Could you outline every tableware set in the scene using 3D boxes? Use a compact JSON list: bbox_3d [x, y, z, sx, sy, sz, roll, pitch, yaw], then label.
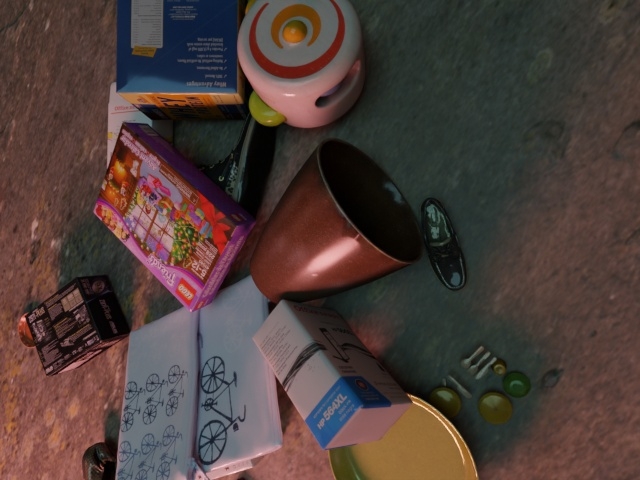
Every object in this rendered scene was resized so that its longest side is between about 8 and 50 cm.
[{"bbox_3d":[0.235,0.241,0.629,0.104,0.024,0.154,41,103,14],"label":"tableware set"}]

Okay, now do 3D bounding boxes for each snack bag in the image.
[{"bbox_3d":[-0.217,0.241,0.713,0.342,0.037,0.323,-25,51,18],"label":"snack bag"}]

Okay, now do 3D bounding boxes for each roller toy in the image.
[{"bbox_3d":[-0.027,-0.294,0.652,0.191,0.146,0.209,1,81,10],"label":"roller toy"}]

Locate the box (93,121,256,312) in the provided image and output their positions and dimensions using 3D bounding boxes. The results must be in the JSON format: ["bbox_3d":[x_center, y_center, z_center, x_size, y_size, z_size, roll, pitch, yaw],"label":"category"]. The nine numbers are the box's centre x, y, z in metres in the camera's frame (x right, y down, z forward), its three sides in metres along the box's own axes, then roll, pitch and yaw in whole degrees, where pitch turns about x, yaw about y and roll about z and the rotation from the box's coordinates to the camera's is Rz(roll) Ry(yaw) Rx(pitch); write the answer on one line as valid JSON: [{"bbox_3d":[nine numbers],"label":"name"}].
[{"bbox_3d":[-0.271,-0.043,0.734,0.293,0.057,0.201,40,117,15],"label":"box"}]

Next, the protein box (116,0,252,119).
[{"bbox_3d":[-0.227,-0.330,0.717,0.199,0.136,0.201,0,89,0],"label":"protein box"}]

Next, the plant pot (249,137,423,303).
[{"bbox_3d":[0.000,0.000,0.641,0.230,0.215,0.215,-39,76,31],"label":"plant pot"}]

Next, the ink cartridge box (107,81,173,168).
[{"bbox_3d":[-0.364,-0.217,0.835,0.115,0.067,0.198,3,92,20],"label":"ink cartridge box"}]

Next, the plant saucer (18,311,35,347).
[{"bbox_3d":[-0.684,0.212,0.977,0.083,0.013,0.084,0,90,20],"label":"plant saucer"}]

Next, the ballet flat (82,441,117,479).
[{"bbox_3d":[-0.436,0.547,0.849,0.058,0.084,0.250,-19,77,20],"label":"ballet flat"}]

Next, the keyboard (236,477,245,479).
[{"bbox_3d":[-0.110,0.537,0.754,0.180,0.023,0.108,34,101,19],"label":"keyboard"}]

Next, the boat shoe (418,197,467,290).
[{"bbox_3d":[0.185,0.006,0.635,0.056,0.049,0.152,-22,82,19],"label":"boat shoe"}]

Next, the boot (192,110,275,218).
[{"bbox_3d":[-0.190,-0.137,0.761,0.178,0.085,0.237,16,93,23],"label":"boot"}]

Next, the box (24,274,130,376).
[{"bbox_3d":[-0.521,0.181,0.882,0.180,0.077,0.147,-32,79,17],"label":"box"}]

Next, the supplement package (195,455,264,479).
[{"bbox_3d":[-0.183,0.354,0.739,0.179,0.105,0.105,-27,81,19],"label":"supplement package"}]

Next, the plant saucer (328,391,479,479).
[{"bbox_3d":[0.125,0.345,0.645,0.240,0.037,0.241,2,95,29],"label":"plant saucer"}]

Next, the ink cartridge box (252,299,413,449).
[{"bbox_3d":[0.015,0.190,0.611,0.086,0.148,0.203,-53,51,11],"label":"ink cartridge box"}]
